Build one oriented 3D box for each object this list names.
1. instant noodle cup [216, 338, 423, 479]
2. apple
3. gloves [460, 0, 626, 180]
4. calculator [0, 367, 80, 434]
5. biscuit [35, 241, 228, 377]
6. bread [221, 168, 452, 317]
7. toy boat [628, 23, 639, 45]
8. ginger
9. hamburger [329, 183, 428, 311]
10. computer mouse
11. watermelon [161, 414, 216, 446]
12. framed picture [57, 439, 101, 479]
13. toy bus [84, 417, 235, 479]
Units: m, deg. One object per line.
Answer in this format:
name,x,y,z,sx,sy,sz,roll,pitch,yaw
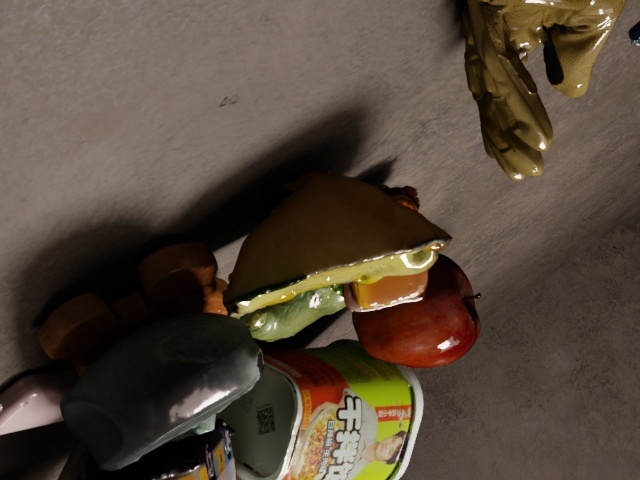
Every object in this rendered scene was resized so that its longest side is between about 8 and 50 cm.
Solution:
instant noodle cup,-0.017,0.315,1.443,0.308,0.293,0.294,10,134,-49
apple,0.179,0.129,1.458,0.234,0.234,0.234,-32,163,-11
gloves,0.200,-0.200,0.730,0.154,0.141,0.331,-54,169,-42
calculator,-0.327,0.190,0.969,0.100,0.032,0.175,-41,162,18
biscuit,-0.198,0.096,0.939,0.202,0.047,0.334,-31,161,-9
bread,0.004,-0.008,0.889,0.252,0.132,0.174,-14,166,-8
toy boat,0.472,-0.291,1.165,0.083,0.038,0.038,-13,152,-49
ginger,0.012,0.052,1.148,0.290,0.089,0.137,-29,137,-2
hamburger,0.070,0.007,1.050,0.137,0.165,0.087,-9,-162,-11
computer mouse,-0.173,0.157,0.883,0.203,0.114,0.374,-26,170,-28
watermelon,-0.222,0.240,1.198,0.193,0.139,0.256,-19,166,-21
framed picture,-0.324,0.426,1.142,0.024,0.232,0.314,1,119,6
toy bus,-0.206,0.368,1.159,0.171,0.162,0.386,-15,174,-3
